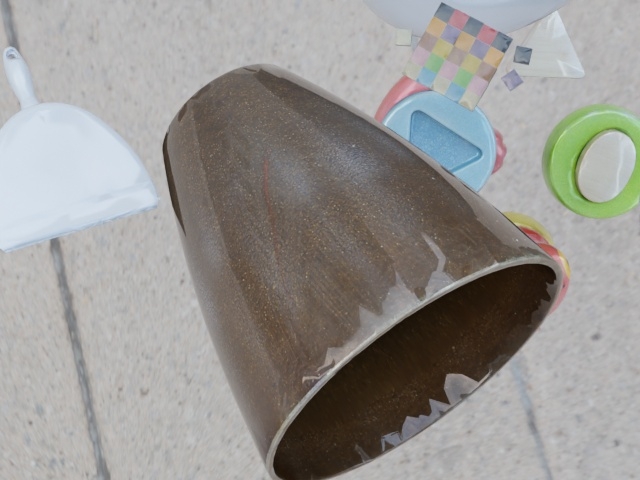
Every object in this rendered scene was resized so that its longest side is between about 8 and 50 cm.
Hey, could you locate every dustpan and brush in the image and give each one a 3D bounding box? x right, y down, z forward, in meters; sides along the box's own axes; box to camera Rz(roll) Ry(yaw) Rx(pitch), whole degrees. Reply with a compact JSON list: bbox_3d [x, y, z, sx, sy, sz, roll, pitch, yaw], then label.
[{"bbox_3d":[-0.243,-0.092,0.991,0.147,0.060,0.211,-18,74,-18],"label":"dustpan and brush"}]

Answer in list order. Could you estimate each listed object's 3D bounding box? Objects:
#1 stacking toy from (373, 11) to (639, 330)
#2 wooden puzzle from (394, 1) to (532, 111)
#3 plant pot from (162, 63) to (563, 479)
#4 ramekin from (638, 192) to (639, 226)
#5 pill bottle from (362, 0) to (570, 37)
[{"bbox_3d":[0.222,-0.075,1.225,0.279,0.130,0.309,-36,104,10],"label":"stacking toy"},{"bbox_3d":[0.083,-0.110,0.678,0.083,0.006,0.049,31,98,12],"label":"wooden puzzle"},{"bbox_3d":[0.000,0.000,0.731,0.215,0.215,0.230,-27,63,-17],"label":"plant pot"},{"bbox_3d":[0.347,-0.063,0.742,0.273,0.127,0.273,-9,33,6],"label":"ramekin"},{"bbox_3d":[0.068,-0.364,0.855,0.229,0.229,0.407,-11,55,-13],"label":"pill bottle"}]
